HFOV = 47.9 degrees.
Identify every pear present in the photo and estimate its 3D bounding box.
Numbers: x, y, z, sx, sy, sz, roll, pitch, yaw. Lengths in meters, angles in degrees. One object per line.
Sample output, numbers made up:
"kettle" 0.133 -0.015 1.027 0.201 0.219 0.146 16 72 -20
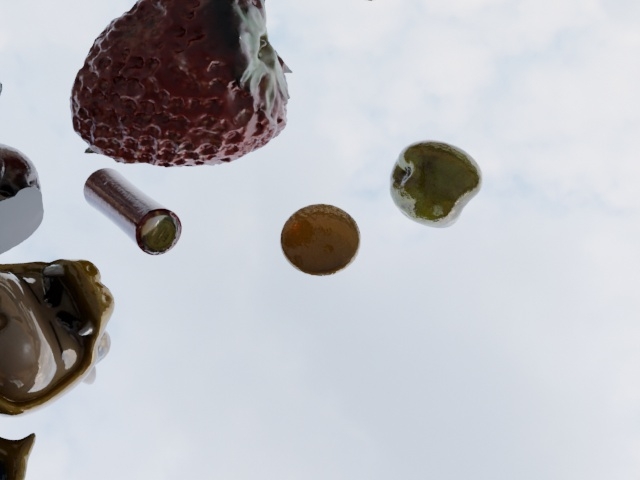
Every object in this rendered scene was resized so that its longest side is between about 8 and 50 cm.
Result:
"pear" 0.248 -0.125 1.584 0.200 0.200 0.200 0 -117 0

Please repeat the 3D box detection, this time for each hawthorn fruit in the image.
"hawthorn fruit" -0.550 -0.075 1.118 0.251 0.189 0.189 13 -120 34

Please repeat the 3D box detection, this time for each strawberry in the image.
"strawberry" -0.205 -0.256 1.118 0.310 0.292 0.291 -3 -121 27

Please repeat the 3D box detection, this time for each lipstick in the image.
"lipstick" -0.312 -0.051 1.180 0.080 0.080 0.241 -40 -140 -19

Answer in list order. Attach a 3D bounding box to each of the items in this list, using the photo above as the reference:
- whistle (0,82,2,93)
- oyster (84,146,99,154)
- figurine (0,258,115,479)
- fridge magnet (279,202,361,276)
"whistle" -0.416 -0.074 0.679 0.164 0.163 0.289 4 -113 2
"oyster" -0.456 -0.186 1.507 0.054 0.019 0.083 31 -156 33
"figurine" -0.486 0.175 0.956 0.387 0.268 0.401 -28 -156 -37
"fridge magnet" 0.000 0.000 1.263 0.143 0.063 0.143 0 -117 0
